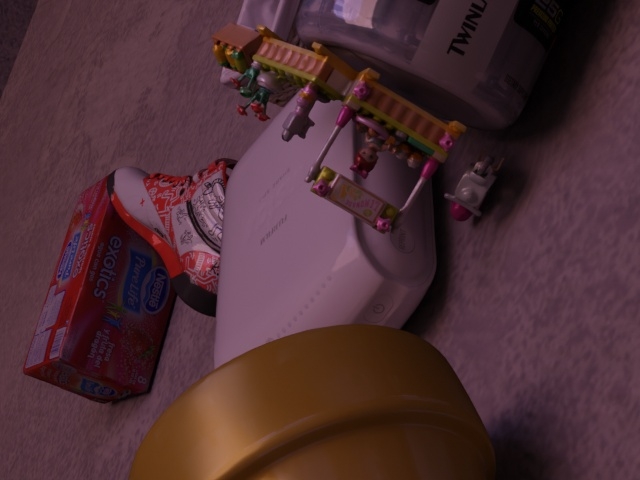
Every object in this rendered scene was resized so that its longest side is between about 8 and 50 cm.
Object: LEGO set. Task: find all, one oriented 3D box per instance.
[{"bbox_3d":[0.005,-0.089,1.191,0.107,0.287,0.132,-60,-14,-3],"label":"LEGO set"}]

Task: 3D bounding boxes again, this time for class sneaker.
[{"bbox_3d":[-0.141,-0.045,1.635,0.145,0.090,0.270,-57,44,17],"label":"sneaker"}]

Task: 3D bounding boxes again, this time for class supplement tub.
[{"bbox_3d":[0.135,-0.279,1.197,0.338,0.207,0.207,-65,25,-2],"label":"supplement tub"}]

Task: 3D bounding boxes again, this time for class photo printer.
[{"bbox_3d":[0.000,0.000,1.339,0.256,0.107,0.307,-44,33,40],"label":"photo printer"}]

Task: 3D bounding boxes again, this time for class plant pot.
[{"bbox_3d":[0.024,0.226,0.966,0.254,0.254,0.239,-53,44,26],"label":"plant pot"}]

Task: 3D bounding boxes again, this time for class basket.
[{"bbox_3d":[-0.026,-0.239,1.606,0.113,0.103,0.167,-14,57,59],"label":"basket"}]

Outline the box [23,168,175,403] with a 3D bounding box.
[{"bbox_3d":[-0.257,0.058,1.775,0.128,0.123,0.257,-23,48,55],"label":"box"}]
